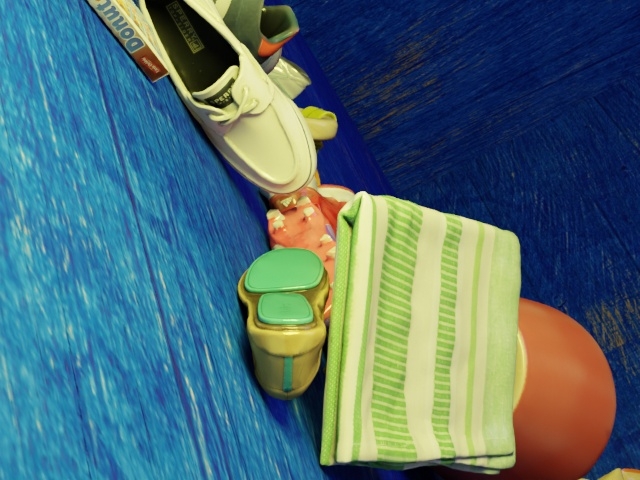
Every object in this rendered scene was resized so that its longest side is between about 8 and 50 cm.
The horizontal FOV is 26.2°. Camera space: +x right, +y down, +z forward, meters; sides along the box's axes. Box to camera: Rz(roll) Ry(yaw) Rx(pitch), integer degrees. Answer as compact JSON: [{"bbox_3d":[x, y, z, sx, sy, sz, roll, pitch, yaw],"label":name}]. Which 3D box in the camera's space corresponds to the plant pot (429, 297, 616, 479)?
[{"bbox_3d":[0.196,0.176,1.673,0.243,0.275,0.275,32,30,-59],"label":"plant pot"}]

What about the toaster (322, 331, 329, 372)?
[{"bbox_3d":[0.084,0.093,1.475,0.110,0.185,0.168,62,-2,-26],"label":"toaster"}]

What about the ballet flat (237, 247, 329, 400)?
[{"bbox_3d":[-0.032,0.068,1.145,0.232,0.080,0.073,-82,172,-75],"label":"ballet flat"}]

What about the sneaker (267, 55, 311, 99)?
[{"bbox_3d":[-0.088,-0.278,2.152,0.152,0.061,0.054,43,16,-4],"label":"sneaker"}]

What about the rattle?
[{"bbox_3d":[-0.066,-0.111,1.721,0.130,0.143,0.199,32,18,12],"label":"rattle"}]

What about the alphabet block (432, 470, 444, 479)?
[{"bbox_3d":[0.240,0.258,1.897,0.193,0.192,0.197,68,7,26],"label":"alphabet block"}]

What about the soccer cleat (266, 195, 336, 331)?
[{"bbox_3d":[-0.004,0.039,1.381,0.248,0.083,0.095,-110,175,-64],"label":"soccer cleat"}]

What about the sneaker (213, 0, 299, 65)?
[{"bbox_3d":[-0.130,-0.310,1.499,0.131,0.148,0.350,66,8,32],"label":"sneaker"}]

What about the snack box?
[{"bbox_3d":[-0.188,-0.215,1.213,0.178,0.022,0.064,53,10,-54],"label":"snack box"}]

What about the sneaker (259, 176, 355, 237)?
[{"bbox_3d":[0.000,0.000,1.639,0.221,0.087,0.128,19,51,-63],"label":"sneaker"}]

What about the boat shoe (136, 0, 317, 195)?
[{"bbox_3d":[-0.096,-0.155,1.385,0.268,0.096,0.088,60,11,-11],"label":"boat shoe"}]

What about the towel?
[{"bbox_3d":[0.106,0.092,1.273,0.325,0.038,0.248,13,78,-55],"label":"towel"}]

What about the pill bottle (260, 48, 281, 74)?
[{"bbox_3d":[-0.098,-0.258,1.810,0.087,0.087,0.160,63,6,2],"label":"pill bottle"}]

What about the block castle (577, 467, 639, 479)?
[{"bbox_3d":[0.378,0.447,1.555,0.453,0.213,0.303,14,47,-39],"label":"block castle"}]
